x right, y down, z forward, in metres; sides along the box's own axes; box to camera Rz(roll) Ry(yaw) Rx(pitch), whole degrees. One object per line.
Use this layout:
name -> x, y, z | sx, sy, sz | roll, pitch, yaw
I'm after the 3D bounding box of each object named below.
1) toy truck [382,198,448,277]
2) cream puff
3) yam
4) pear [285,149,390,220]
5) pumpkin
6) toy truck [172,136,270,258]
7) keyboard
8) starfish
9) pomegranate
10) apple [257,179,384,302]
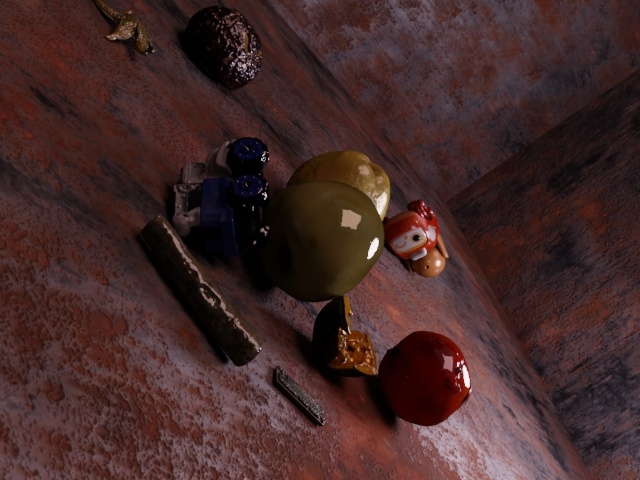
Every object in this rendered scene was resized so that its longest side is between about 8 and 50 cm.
toy truck -> 0.337, 0.007, 2.551 | 0.265, 0.189, 0.239 | 23, 44, -61
cream puff -> -0.256, -0.537, 1.994 | 0.239, 0.164, 0.239 | 48, 15, -17
yam -> -0.191, 0.079, 1.154 | 0.274, 0.061, 0.061 | 53, 17, -2
pear -> 0.046, -0.108, 1.846 | 0.271, 0.271, 0.271 | 48, 18, -21
pumpkin -> 0.036, 0.201, 1.448 | 0.119, 0.107, 0.184 | -84, 154, -54
toy truck -> -0.180, -0.079, 1.335 | 0.161, 0.176, 0.213 | 91, -5, -49
keyboard -> -0.036, 0.273, 1.279 | 0.129, 0.015, 0.049 | 48, 18, -21
starfish -> -0.434, -0.478, 1.609 | 0.176, 0.053, 0.208 | 38, 16, -20
pomegranate -> 0.231, 0.311, 1.631 | 0.210, 0.210, 0.235 | 59, -15, 16
apple -> 0.000, 0.000, 1.473 | 0.262, 0.262, 0.262 | 48, 18, -21
